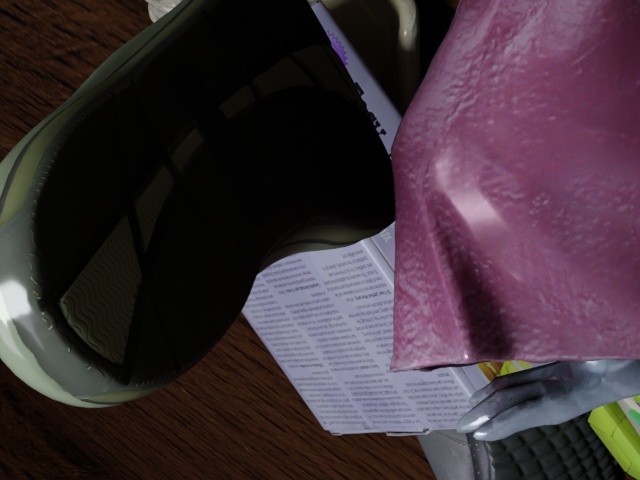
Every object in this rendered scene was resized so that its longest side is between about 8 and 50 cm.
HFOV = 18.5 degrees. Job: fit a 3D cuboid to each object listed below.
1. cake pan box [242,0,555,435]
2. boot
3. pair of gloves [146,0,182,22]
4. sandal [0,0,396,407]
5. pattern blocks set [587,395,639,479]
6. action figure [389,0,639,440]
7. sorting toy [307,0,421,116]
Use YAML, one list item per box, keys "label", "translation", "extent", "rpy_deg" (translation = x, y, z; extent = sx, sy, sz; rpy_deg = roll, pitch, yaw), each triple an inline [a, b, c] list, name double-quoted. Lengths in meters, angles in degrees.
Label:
- label: "cake pan box"
  translation: [0.000, 0.000, 1.142]
  extent: [0.246, 0.070, 0.267]
  rpy_deg: [56, 159, -6]
- label: "boot"
  translation: [0.082, 0.085, 1.361]
  extent: [0.222, 0.118, 0.338]
  rpy_deg: [35, 148, 45]
- label: "pair of gloves"
  translation: [-0.069, -0.164, 1.144]
  extent: [0.240, 0.042, 0.204]
  rpy_deg: [53, 160, -26]
- label: "sandal"
  translation: [-0.056, -0.025, 0.738]
  extent: [0.086, 0.303, 0.120]
  rpy_deg: [-24, 96, 29]
- label: "pattern blocks set"
  translation: [0.242, 0.129, 1.170]
  extent: [0.325, 0.026, 0.285]
  rpy_deg: [50, 163, -5]
- label: "action figure"
  translation: [0.093, -0.122, 0.713]
  extent: [0.275, 0.248, 0.370]
  rpy_deg: [-8, 100, 31]
- label: "sorting toy"
  translation: [-0.011, -0.166, 1.142]
  extent: [0.229, 0.041, 0.307]
  rpy_deg: [45, 163, 23]
